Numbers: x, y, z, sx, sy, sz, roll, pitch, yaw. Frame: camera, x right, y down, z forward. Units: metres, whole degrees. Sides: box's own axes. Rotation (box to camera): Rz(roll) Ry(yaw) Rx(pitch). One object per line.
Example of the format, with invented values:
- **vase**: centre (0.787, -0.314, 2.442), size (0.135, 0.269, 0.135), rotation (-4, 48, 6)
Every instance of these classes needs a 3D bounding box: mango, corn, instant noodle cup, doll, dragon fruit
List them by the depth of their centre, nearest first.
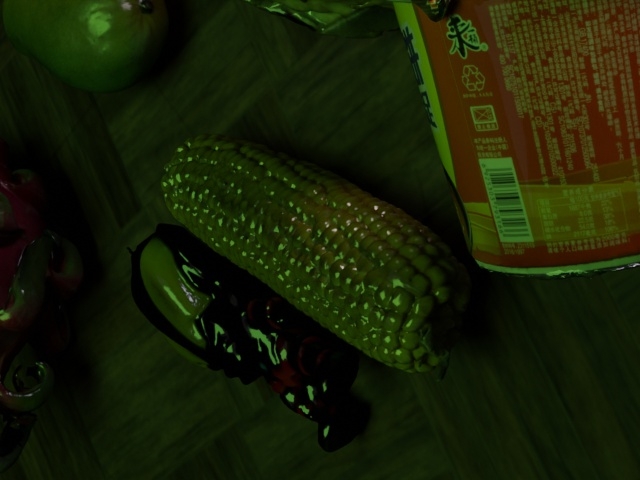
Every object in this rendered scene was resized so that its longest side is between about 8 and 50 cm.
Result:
- **instant noodle cup**: centre (0.151, -0.082, 1.035), size (0.213, 0.213, 0.174), rotation (2, 108, 47)
- **corn**: centre (0.000, 0.000, 1.281), size (0.310, 0.101, 0.101), rotation (35, 122, 42)
- **doll**: centre (-0.067, 0.064, 1.372), size (0.248, 0.088, 0.127), rotation (38, 125, 31)
- **mango**: centre (-0.197, -0.189, 1.455), size (0.191, 0.085, 0.122), rotation (28, 121, 39)
- **dragon fruit**: centre (-0.312, 0.046, 1.567), size (0.198, 0.218, 0.273), rotation (-87, -4, -72)

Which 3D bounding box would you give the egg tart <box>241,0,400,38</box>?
- **egg tart**: centre (-0.011, -0.269, 1.133), size (0.341, 0.132, 0.341), rotation (17, 129, 22)
